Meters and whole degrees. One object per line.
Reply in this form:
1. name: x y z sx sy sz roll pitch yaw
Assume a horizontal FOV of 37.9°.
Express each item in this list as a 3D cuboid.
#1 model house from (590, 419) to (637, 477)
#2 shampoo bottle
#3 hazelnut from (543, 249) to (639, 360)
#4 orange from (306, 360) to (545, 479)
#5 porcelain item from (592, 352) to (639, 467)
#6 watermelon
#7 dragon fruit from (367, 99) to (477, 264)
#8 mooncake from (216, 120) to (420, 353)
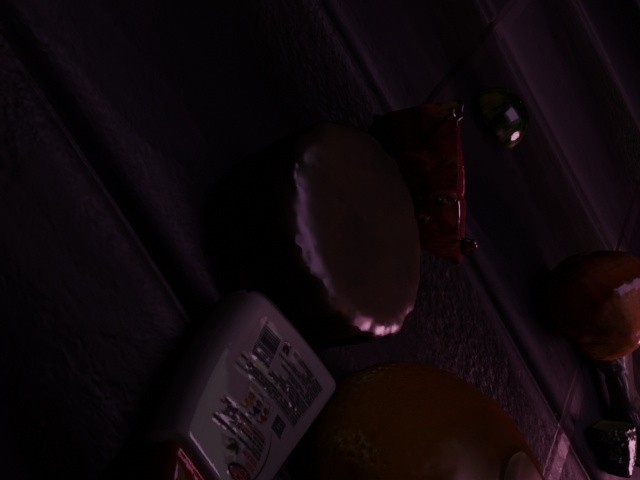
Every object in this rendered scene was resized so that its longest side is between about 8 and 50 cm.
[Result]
1. model house: 0.454 0.325 1.438 0.079 0.066 0.083 -1 91 -64
2. shampoo bottle: -0.085 0.180 0.784 0.153 0.071 0.284 54 40 -24
3. hazelnut: 0.434 0.098 1.439 0.182 0.182 0.182 28 52 -43
4. orange: 0.118 0.285 0.928 0.263 0.196 0.334 1 79 -39
5. porcelain item: 0.497 0.265 1.505 0.081 0.069 0.215 13 61 -63
6. watermelon: 0.296 -0.201 1.484 0.105 0.062 0.105 39 36 -36
7. dragon fruit: 0.113 -0.053 1.091 0.274 0.126 0.161 53 32 -75
8. mooncake: 0.000 0.000 0.944 0.228 0.124 0.228 26 57 -49
